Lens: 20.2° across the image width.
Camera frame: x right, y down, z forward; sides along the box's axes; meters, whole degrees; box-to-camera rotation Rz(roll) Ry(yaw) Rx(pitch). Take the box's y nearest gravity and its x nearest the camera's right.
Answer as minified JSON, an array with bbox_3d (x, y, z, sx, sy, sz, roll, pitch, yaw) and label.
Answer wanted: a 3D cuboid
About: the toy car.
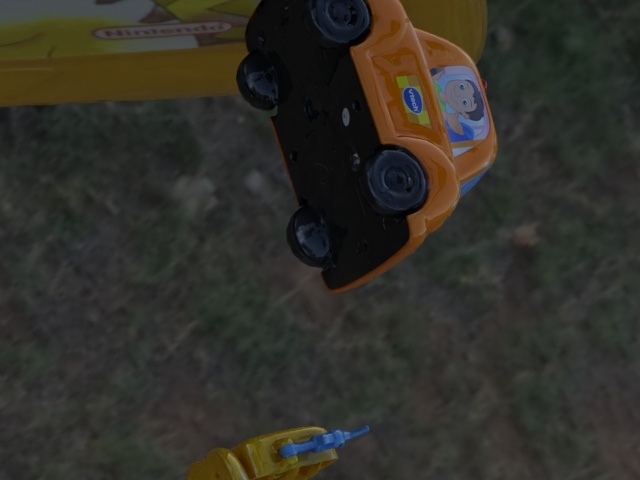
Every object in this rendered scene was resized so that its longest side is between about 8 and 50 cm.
[{"bbox_3d":[0.000,0.000,0.356,0.040,0.122,0.060,-12,60,-31],"label":"toy car"}]

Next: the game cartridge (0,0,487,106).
[{"bbox_3d":[-0.108,-0.095,0.387,0.324,0.285,0.053,61,27,-77],"label":"game cartridge"}]
